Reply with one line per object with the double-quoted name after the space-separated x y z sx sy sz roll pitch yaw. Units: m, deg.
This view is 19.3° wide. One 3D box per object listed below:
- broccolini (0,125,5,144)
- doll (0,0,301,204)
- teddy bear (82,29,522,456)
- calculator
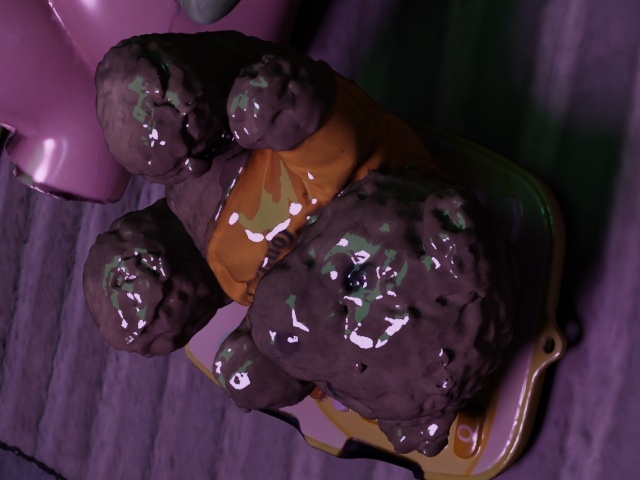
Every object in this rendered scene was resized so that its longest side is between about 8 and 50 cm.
-0.245 0.023 1.207 0.254 0.071 0.057 -60 2 19 "broccolini"
-0.103 -0.163 0.889 0.284 0.216 0.268 45 115 54 "doll"
0.000 0.000 0.777 0.190 0.140 0.177 42 141 32 "teddy bear"
0.026 0.022 0.852 0.236 0.033 0.157 18 99 49 "calculator"
